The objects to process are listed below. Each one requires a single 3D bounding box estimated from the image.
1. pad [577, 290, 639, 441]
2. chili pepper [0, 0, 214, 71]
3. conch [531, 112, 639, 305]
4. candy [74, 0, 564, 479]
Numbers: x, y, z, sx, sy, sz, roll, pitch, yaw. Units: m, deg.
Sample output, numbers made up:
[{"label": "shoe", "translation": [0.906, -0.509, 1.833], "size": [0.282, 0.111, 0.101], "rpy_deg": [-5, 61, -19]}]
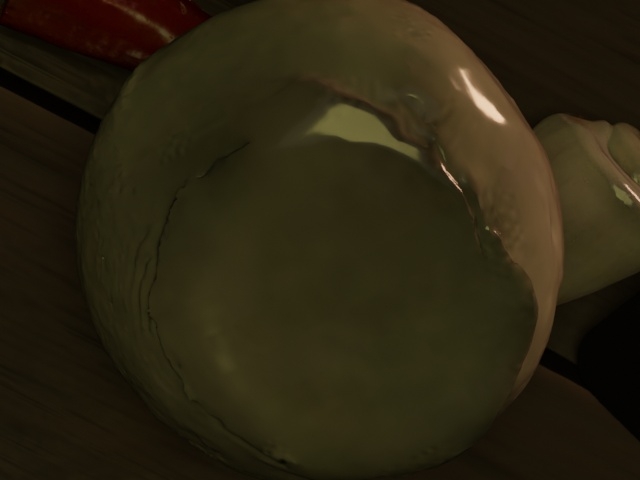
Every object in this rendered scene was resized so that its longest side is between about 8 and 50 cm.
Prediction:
[{"label": "pad", "translation": [0.296, 0.113, 1.131], "size": [0.267, 0.004, 0.181], "rpy_deg": [45, 120, -4]}, {"label": "chili pepper", "translation": [-0.104, -0.121, 1.116], "size": [0.169, 0.088, 0.065], "rpy_deg": [26, 70, -13]}, {"label": "conch", "translation": [0.148, -0.013, 1.140], "size": [0.176, 0.094, 0.104], "rpy_deg": [-34, 108, 24]}, {"label": "candy", "translation": [0.000, 0.000, 1.053], "size": [0.295, 0.185, 0.295], "rpy_deg": [3, 113, 6]}]
